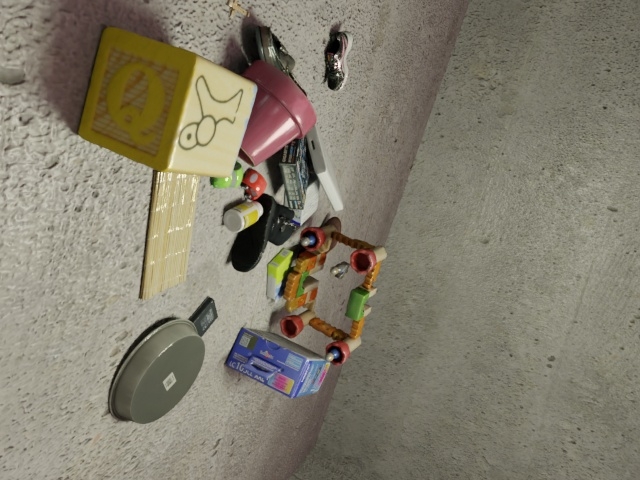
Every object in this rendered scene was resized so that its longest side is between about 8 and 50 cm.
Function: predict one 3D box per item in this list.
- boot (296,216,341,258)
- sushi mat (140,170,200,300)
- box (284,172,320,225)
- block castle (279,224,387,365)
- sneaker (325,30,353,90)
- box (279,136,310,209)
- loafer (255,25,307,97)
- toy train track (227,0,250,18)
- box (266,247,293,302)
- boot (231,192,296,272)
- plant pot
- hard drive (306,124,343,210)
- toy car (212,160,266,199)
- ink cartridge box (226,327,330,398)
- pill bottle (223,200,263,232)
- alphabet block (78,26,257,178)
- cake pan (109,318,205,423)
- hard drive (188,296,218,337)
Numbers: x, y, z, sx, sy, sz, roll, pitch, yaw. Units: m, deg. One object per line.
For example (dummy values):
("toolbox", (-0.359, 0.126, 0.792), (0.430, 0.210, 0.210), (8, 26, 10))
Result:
("boot", (0.000, 0.000, 2.034), (0.249, 0.090, 0.207), (-62, 164, -4))
("sushi mat", (-0.338, -0.019, 1.167), (0.151, 0.019, 0.317), (-35, 143, -61))
("box", (-0.062, -0.143, 1.720), (0.126, 0.072, 0.137), (-48, 153, -47))
("block castle", (0.028, 0.188, 1.845), (0.212, 0.303, 0.454), (-20, 129, -55))
("sneaker", (0.042, -0.553, 1.574), (0.077, 0.072, 0.178), (-19, 122, -51))
("box", (-0.073, -0.224, 1.534), (0.220, 0.051, 0.175), (81, 13, -58))
("loafer", (-0.092, -0.425, 1.249), (0.267, 0.084, 0.096), (69, 14, -70))
("toy train track", (-0.171, -0.493, 1.095), (0.083, 0.014, 0.048), (-17, 127, -68))
("box", (-0.147, 0.128, 1.842), (0.109, 0.042, 0.178), (-48, 154, -46))
("boot", (-0.162, -0.007, 1.558), (0.207, 0.094, 0.247), (35, 72, -68))
("plant pot", (-0.139, -0.279, 1.186), (0.180, 0.201, 0.201), (-49, 159, -7))
("hard drive", (0.012, -0.244, 1.689), (0.307, 0.040, 0.203), (58, 18, -69))
("toy car", (-0.195, -0.182, 1.325), (0.225, 0.053, 0.239), (-41, 148, -54))
("ink cartridge box", (-0.149, 0.434, 1.828), (0.151, 0.269, 0.395), (-66, 161, -8))
("pill bottle", (-0.208, -0.069, 1.403), (0.116, 0.065, 0.065), (-37, 145, -56))
("alphabet block", (-0.254, -0.226, 0.882), (0.197, 0.193, 0.193), (-7, 117, -69))
("cake pan", (-0.402, 0.342, 1.310), (0.293, 0.054, 0.293), (-48, 154, -33))
("hard drive", (-0.342, 0.236, 1.445), (0.135, 0.022, 0.094), (-54, 157, -37))
